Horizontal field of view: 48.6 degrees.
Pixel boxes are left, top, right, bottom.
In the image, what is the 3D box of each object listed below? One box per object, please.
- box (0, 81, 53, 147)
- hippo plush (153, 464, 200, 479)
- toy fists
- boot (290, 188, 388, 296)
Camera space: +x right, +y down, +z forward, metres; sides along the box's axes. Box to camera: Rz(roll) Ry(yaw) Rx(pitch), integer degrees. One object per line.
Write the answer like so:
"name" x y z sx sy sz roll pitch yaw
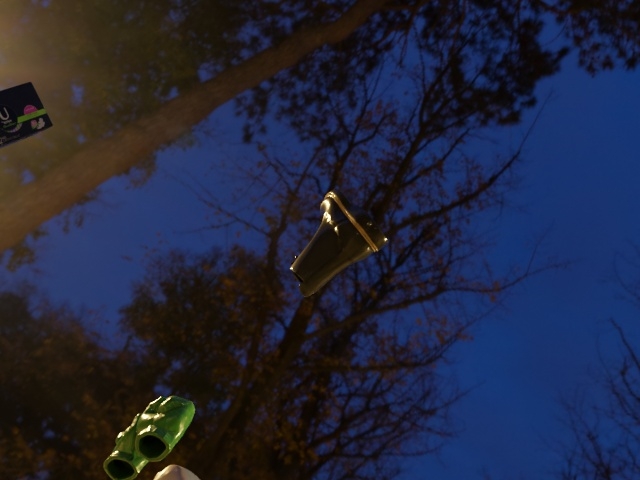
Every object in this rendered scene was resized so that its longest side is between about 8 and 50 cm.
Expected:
"box" -0.389 -0.151 0.874 0.052 0.083 0.062 -12 -72 39
"hippo plush" -0.206 0.473 0.980 0.234 0.236 0.294 43 -3 3
"toy fists" -0.388 0.439 1.609 0.096 0.142 0.279 45 -54 -5
"boot" 0.000 0.000 1.020 0.077 0.137 0.198 53 -4 -18
